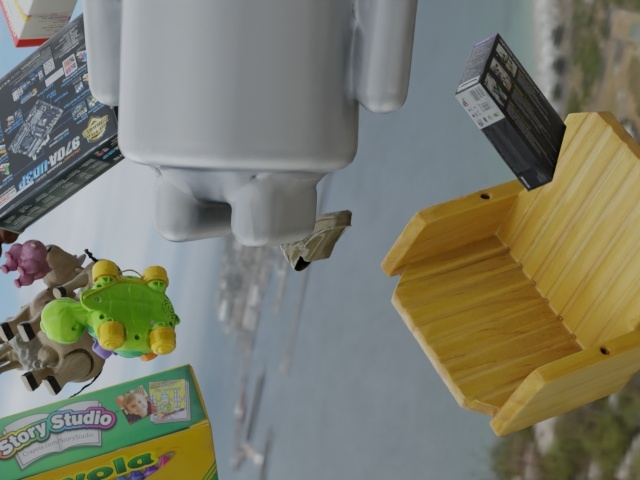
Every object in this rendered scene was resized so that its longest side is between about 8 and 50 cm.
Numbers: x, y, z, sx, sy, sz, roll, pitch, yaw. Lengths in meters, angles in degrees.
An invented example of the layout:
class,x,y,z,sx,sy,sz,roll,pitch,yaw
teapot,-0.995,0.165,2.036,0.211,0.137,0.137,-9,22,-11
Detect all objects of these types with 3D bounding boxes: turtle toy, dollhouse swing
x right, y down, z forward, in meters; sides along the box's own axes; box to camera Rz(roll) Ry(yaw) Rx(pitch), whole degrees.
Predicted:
class,x,y,z,sx,sy,sz,roll,pitch,yaw
turtle toy,-0.194,0.072,1.213,0.066,0.130,0.095,121,147,-44
dollhouse swing,0.310,0.026,1.871,0.347,0.315,0.305,58,153,32

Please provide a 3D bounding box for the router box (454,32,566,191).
class,x,y,z,sx,sy,sz,roll,pitch,yaw
router box,0.261,-0.174,1.767,0.046,0.179,0.133,-24,26,35

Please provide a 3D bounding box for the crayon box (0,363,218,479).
class,x,y,z,sx,sy,sz,roll,pitch,yaw
crayon box,-0.321,0.325,1.732,0.313,0.362,0.106,91,161,-57

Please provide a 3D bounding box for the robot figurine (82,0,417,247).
class,x,y,z,sx,sy,sz,roll,pitch,yaw
robot figurine,-0.065,-0.174,1.072,0.200,0.299,0.354,-13,-73,-72

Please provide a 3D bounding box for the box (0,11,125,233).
class,x,y,z,sx,sy,sz,roll,pitch,yaw
box,-0.314,-0.138,1.529,0.220,0.051,0.175,-32,61,25

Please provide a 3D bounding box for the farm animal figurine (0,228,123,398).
class,x,y,z,sx,sy,sz,roll,pitch,yaw
farm animal figurine,-0.412,0.101,2.074,0.172,0.330,0.327,-35,-51,-37

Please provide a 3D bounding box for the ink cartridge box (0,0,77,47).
class,x,y,z,sx,sy,sz,roll,pitch,yaw
ink cartridge box,-0.437,-0.389,1.994,0.231,0.078,0.134,-51,56,52

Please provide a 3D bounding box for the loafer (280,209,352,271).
class,x,y,z,sx,sy,sz,roll,pitch,yaw
loafer,0.000,0.000,1.745,0.148,0.056,0.050,-35,71,55
